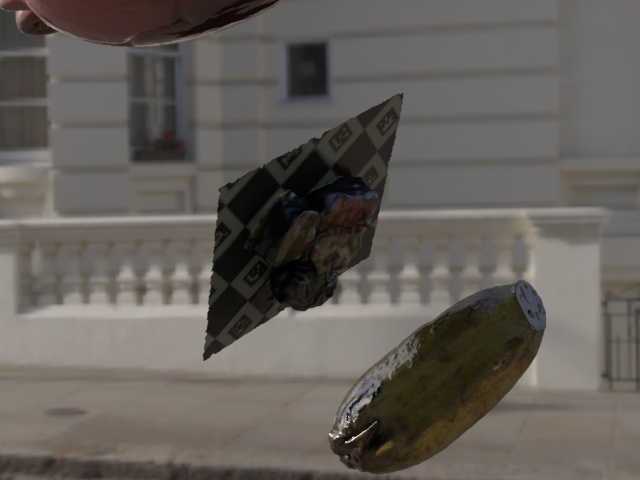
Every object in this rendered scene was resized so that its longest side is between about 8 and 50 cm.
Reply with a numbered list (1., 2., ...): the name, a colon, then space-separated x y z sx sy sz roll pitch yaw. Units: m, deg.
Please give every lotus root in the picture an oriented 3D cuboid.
1. lotus root: 0.118 0.139 1.173 0.258 0.110 0.097 -39 -18 17

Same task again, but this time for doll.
1. doll: -0.067 -0.160 0.620 0.262 0.093 0.211 -23 -12 41

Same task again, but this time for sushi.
1. sushi: 0.000 0.000 1.100 0.231 0.220 0.047 -31 57 -35
